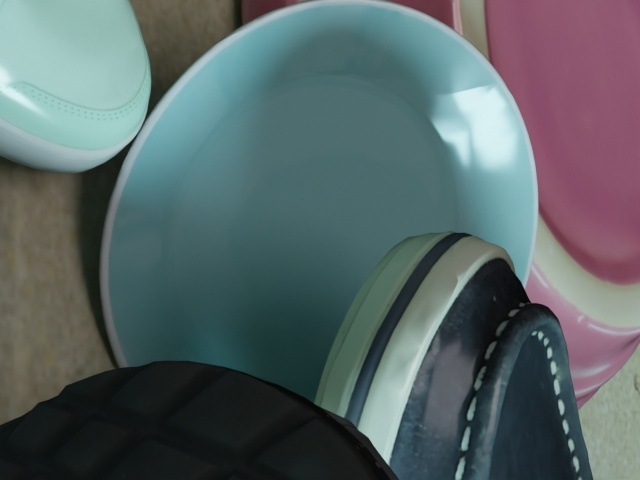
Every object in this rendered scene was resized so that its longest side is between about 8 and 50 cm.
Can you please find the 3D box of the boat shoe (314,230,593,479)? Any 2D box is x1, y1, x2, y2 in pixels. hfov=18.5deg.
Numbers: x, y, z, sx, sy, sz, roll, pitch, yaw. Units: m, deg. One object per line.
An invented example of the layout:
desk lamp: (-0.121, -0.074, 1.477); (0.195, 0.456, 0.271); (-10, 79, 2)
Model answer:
boat shoe: (0.101, 0.233, 0.728); (0.187, 0.156, 0.500); (-35, 119, -59)

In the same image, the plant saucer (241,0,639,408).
plant saucer: (0.093, -0.078, 0.897); (0.332, 0.084, 0.332); (17, 69, -52)

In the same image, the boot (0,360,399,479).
boot: (-0.046, 0.175, 0.516); (0.118, 0.338, 0.223); (46, 20, 31)

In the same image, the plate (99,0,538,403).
plate: (0.000, 0.000, 0.742); (0.188, 0.024, 0.188); (-8, 107, -28)

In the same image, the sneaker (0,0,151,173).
sneaker: (-0.087, -0.130, 0.588); (0.256, 0.151, 0.094); (60, 38, -30)
